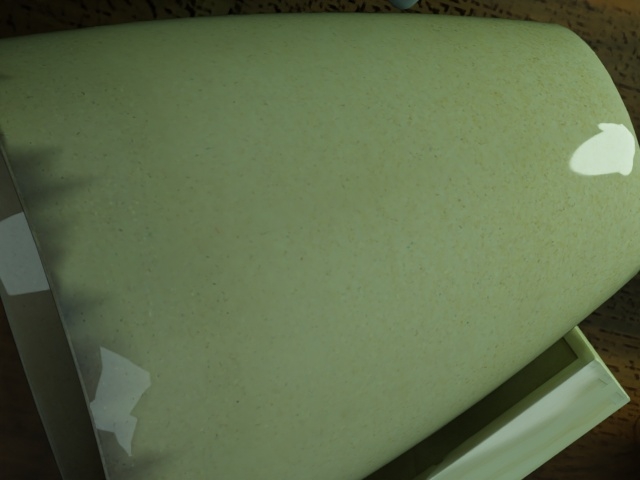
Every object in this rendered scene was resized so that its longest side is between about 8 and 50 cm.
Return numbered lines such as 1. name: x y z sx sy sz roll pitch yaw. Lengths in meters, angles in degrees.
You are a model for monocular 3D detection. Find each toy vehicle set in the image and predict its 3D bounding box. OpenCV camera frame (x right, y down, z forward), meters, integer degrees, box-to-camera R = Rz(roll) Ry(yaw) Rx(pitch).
1. toy vehicle set: 0.009 0.102 0.977 0.267 0.166 0.035 -36 125 6

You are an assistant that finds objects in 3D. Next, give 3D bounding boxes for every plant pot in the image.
1. plant pot: 0.000 0.000 0.865 0.274 0.256 0.256 -17 125 -13

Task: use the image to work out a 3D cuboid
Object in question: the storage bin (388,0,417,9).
1. storage bin: 0.016 -0.172 0.853 0.098 0.091 0.135 -43 125 10
